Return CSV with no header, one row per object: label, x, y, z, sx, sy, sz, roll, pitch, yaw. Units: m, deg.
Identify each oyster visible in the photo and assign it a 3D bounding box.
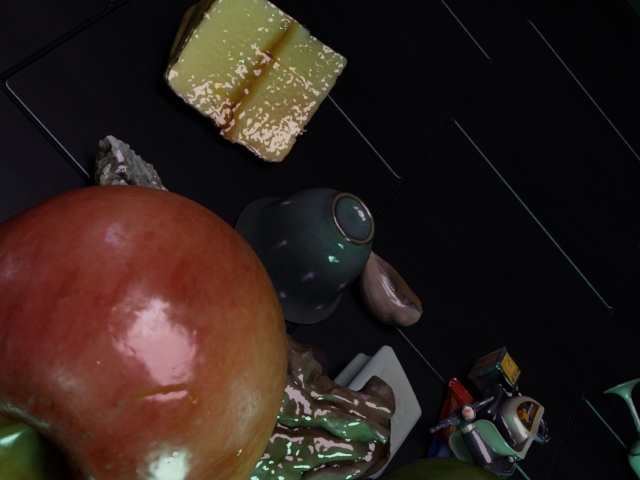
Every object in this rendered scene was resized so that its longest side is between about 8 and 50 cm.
oyster,-0.228,-0.044,1.292,0.177,0.064,0.125,39,41,-21

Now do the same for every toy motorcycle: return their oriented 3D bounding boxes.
toy motorcycle,0.257,0.282,1.503,0.157,0.091,0.263,54,31,-3

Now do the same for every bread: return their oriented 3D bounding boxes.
bread,-0.094,-0.239,1.477,0.240,0.135,0.178,33,47,-27

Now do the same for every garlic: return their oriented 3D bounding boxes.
garlic,0.095,0.078,1.525,0.152,0.066,0.084,45,16,-18

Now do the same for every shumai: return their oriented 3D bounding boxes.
shumai,-0.011,0.230,1.147,0.218,0.185,0.184,-63,144,-33

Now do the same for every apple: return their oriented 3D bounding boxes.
apple,-0.201,0.115,0.998,0.363,0.364,0.364,23,52,-32

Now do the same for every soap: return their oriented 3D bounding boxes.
soap,0.058,0.235,1.348,0.119,0.066,0.198,63,30,-7

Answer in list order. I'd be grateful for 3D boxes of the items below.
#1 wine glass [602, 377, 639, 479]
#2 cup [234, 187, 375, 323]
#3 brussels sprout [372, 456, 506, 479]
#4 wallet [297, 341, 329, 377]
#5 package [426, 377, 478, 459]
wine glass,0.571,0.347,1.788,0.079,0.079,0.196,-3,67,-44
cup,0.000,0.000,1.411,0.199,0.150,0.199,22,53,-33
brussels sprout,0.153,0.440,1.186,0.314,0.275,0.371,-23,93,-52
wallet,-0.044,0.276,1.282,0.170,0.044,0.321,19,55,-37
package,0.198,0.301,1.506,0.083,0.022,0.200,47,41,-17
